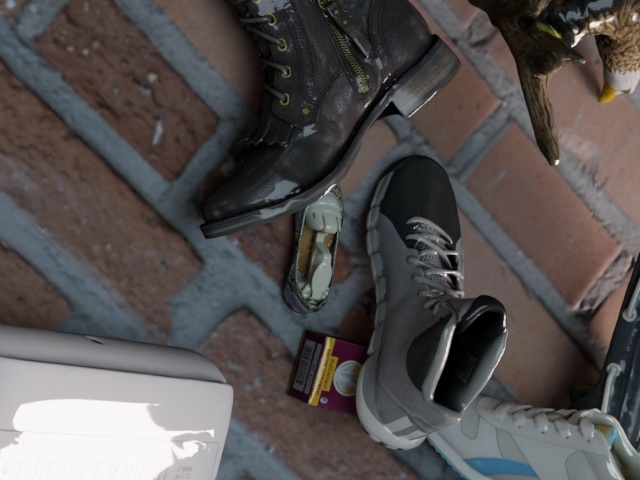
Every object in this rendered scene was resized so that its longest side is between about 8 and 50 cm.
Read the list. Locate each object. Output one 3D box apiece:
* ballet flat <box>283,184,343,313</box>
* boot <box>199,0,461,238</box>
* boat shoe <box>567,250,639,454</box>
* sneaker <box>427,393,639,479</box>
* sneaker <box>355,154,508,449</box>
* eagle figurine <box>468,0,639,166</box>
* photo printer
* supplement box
[{"bbox_3d":[0.000,0.000,1.380,0.041,0.041,0.114,8,93,-26],"label":"ballet flat"},{"bbox_3d":[-0.041,-0.153,1.321,0.263,0.091,0.229,-42,105,-23],"label":"boot"},{"bbox_3d":[0.244,0.134,1.486,0.091,0.114,0.302,26,96,13],"label":"boat shoe"},{"bbox_3d":[0.176,0.162,1.412,0.228,0.087,0.092,32,110,10],"label":"sneaker"},{"bbox_3d":[0.095,0.035,1.350,0.086,0.132,0.229,13,71,-27],"label":"sneaker"},{"bbox_3d":[0.273,-0.176,1.409,0.298,0.225,0.226,-8,90,-13],"label":"eagle figurine"},{"bbox_3d":[-0.201,0.182,1.200,0.307,0.107,0.256,13,94,-58],"label":"photo printer"},{"bbox_3d":[0.024,0.105,1.403,0.083,0.043,0.055,15,89,-26],"label":"supplement box"}]
